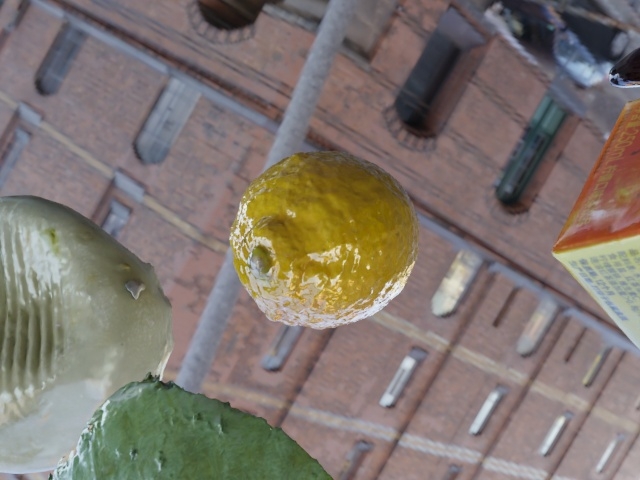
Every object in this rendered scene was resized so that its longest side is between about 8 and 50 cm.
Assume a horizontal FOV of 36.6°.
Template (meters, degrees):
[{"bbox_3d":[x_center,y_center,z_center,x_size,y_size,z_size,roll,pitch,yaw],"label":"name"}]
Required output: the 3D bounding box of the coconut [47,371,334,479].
[{"bbox_3d":[-0.067,0.128,0.440,0.133,0.158,0.055,69,-165,2],"label":"coconut"}]

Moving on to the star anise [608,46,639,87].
[{"bbox_3d":[0.332,-0.139,0.689,0.272,0.272,0.103,28,-142,-31],"label":"star anise"}]

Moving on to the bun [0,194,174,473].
[{"bbox_3d":[-0.256,0.093,0.898,0.259,0.259,0.160,31,171,25],"label":"bun"}]

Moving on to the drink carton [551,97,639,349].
[{"bbox_3d":[0.304,-0.040,0.498,0.111,0.155,0.351,44,150,-18],"label":"drink carton"}]

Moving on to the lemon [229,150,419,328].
[{"bbox_3d":[0.000,0.000,0.757,0.142,0.142,0.187,31,-158,23],"label":"lemon"}]
